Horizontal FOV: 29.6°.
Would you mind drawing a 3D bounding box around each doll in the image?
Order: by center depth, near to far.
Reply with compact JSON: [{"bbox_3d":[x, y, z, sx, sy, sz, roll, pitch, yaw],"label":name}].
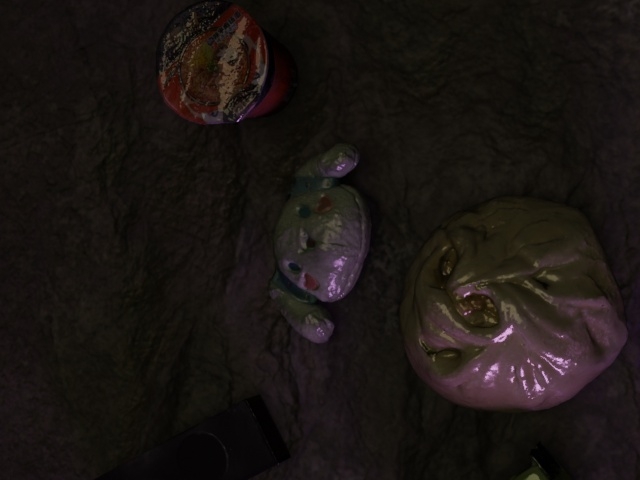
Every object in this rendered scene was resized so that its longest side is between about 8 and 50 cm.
[{"bbox_3d":[0.000,0.000,1.255,0.104,0.072,0.214,18,105,30],"label":"doll"}]

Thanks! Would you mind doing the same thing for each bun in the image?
[{"bbox_3d":[0.175,0.063,1.162,0.231,0.133,0.231,0,90,22],"label":"bun"}]

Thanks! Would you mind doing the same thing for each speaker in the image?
[{"bbox_3d":[-0.144,0.252,1.318,0.218,0.044,0.082,-29,81,17],"label":"speaker"}]

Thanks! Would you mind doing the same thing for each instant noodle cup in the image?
[{"bbox_3d":[-0.086,-0.176,1.248,0.127,0.136,0.127,0,90,20],"label":"instant noodle cup"}]

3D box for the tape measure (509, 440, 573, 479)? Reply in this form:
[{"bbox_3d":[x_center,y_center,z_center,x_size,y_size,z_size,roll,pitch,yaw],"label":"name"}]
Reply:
[{"bbox_3d":[0.189,0.326,1.170,0.200,0.106,0.175,-43,74,16],"label":"tape measure"}]
